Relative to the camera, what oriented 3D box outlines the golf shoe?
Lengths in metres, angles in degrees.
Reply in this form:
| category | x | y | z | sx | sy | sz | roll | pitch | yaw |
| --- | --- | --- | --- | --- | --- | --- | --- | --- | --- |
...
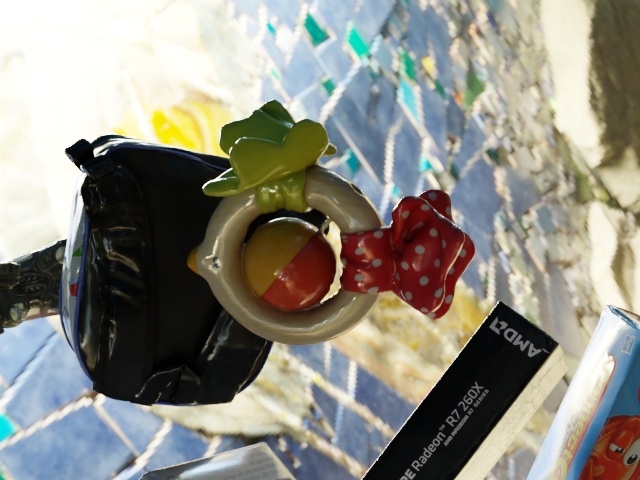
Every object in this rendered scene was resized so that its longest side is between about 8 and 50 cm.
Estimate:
| category | x | y | z | sx | sy | sz | roll | pitch | yaw |
| --- | --- | --- | --- | --- | --- | --- | --- | --- | --- |
| golf shoe | -0.371 | 0.055 | 1.434 | 0.120 | 0.105 | 0.273 | -4 | 4 | 39 |

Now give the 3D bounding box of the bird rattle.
| category | x | y | z | sx | sy | sz | roll | pitch | yaw |
| --- | --- | --- | --- | --- | --- | --- | --- | --- | --- |
| bird rattle | 0.000 | 0.000 | 0.988 | 0.207 | 0.253 | 0.143 | -48 | 14 | 20 |

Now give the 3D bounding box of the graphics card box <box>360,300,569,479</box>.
| category | x | y | z | sx | sy | sz | roll | pitch | yaw |
| --- | --- | --- | --- | --- | --- | --- | --- | --- | --- |
| graphics card box | 0.155 | 0.259 | 1.372 | 0.371 | 0.094 | 0.233 | -51 | -21 | 0 |

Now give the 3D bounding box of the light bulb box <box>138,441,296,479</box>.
| category | x | y | z | sx | sy | sz | roll | pitch | yaw |
| --- | --- | --- | --- | --- | --- | --- | --- | --- | --- |
| light bulb box | -0.100 | 0.451 | 1.066 | 0.358 | 0.361 | 0.225 | -50 | -21 | 17 |

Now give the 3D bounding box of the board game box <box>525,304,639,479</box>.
| category | x | y | z | sx | sy | sz | roll | pitch | yaw |
| --- | --- | --- | --- | --- | --- | --- | --- | --- | --- |
| board game box | 0.336 | 0.250 | 0.990 | 0.086 | 0.308 | 0.302 | -120 | 51 | -74 |

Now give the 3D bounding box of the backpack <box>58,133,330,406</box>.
| category | x | y | z | sx | sy | sz | roll | pitch | yaw |
| --- | --- | --- | --- | --- | --- | --- | --- | --- | --- |
| backpack | -0.156 | 0.036 | 1.177 | 0.213 | 0.276 | 0.263 | -164 | 86 | -72 |
